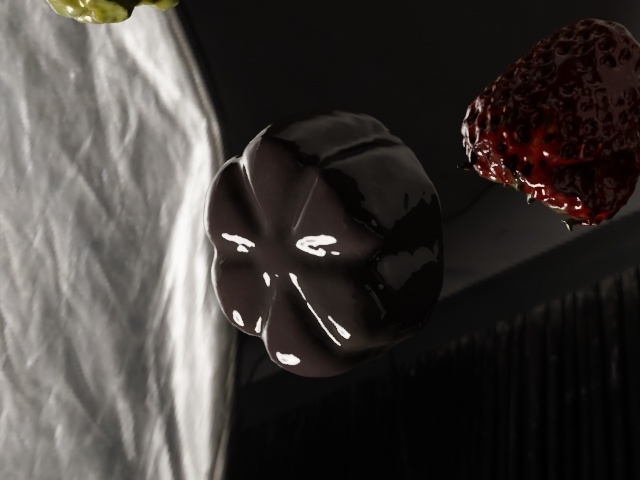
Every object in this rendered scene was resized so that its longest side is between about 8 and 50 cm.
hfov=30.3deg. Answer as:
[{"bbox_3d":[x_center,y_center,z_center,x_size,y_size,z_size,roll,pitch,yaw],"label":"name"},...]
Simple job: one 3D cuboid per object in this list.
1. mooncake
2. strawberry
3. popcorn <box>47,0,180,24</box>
[{"bbox_3d":[0.000,0.000,1.085,0.244,0.133,0.245,14,111,40],"label":"mooncake"},{"bbox_3d":[0.097,-0.049,0.469,0.073,0.073,0.083,20,99,-13],"label":"strawberry"},{"bbox_3d":[-0.162,-0.259,0.887,0.185,0.167,0.188,-31,94,16],"label":"popcorn"}]
